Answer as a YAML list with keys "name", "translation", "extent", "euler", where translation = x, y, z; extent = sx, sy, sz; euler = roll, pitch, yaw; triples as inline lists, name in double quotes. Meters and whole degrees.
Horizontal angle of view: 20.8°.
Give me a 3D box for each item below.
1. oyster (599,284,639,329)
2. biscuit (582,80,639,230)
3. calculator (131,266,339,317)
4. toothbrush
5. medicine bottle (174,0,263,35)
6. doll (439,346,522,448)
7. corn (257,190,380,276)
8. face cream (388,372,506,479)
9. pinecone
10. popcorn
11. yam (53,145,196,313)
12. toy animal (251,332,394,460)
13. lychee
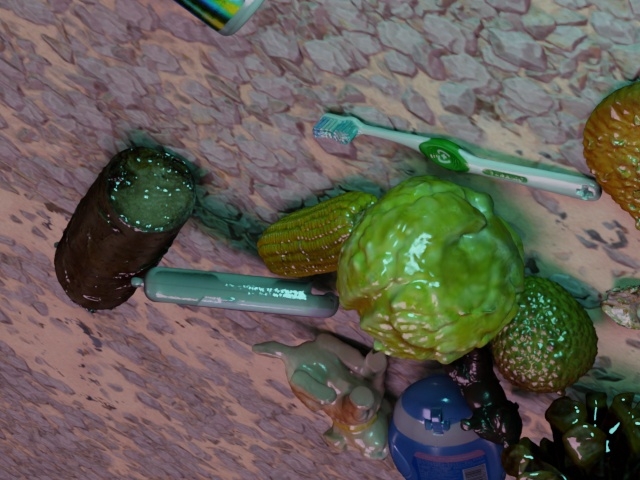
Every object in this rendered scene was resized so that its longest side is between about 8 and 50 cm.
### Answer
- name: "oyster"
  translation: [0.311, 0.062, 1.752]
  extent: [0.054, 0.019, 0.083]
  euler: [29, 157, 8]
- name: "biscuit"
  translation: [0.340, -0.049, 1.494]
  extent: [0.254, 0.035, 0.254]
  euler: [25, 155, 13]
- name: "calculator"
  translation: [-0.100, 0.059, 2.043]
  extent: [0.246, 0.045, 0.141]
  euler: [6, 178, -2]
- name: "toothbrush"
  translation: [0.129, -0.082, 1.680]
  extent: [0.304, 0.030, 0.030]
  euler: [15, 151, 25]
- name: "medicine bottle"
  translation: [-0.145, -0.280, 1.538]
  extent: [0.229, 0.083, 0.121]
  euler: [34, 157, -11]
- name: "doll"
  translation: [0.192, 0.181, 2.007]
  extent: [0.139, 0.057, 0.165]
  euler: [66, -166, 19]
- name: "corn"
  translation: [0.000, 0.000, 1.906]
  extent: [0.080, 0.080, 0.231]
  euler: [39, 153, -18]
- name: "face cream"
  translation: [0.157, 0.248, 2.177]
  extent: [0.149, 0.083, 0.264]
  euler: [-1, 148, 9]
- name: "pinecone"
  translation: [0.299, 0.265, 1.927]
  extent: [0.202, 0.201, 0.229]
  euler: [16, 147, 13]
- name: "popcorn"
  translation: [0.111, 0.032, 1.748]
  extent: [0.198, 0.198, 0.212]
  euler: [31, -171, -1]
- name: "yam"
  translation: [-0.239, -0.015, 2.088]
  extent: [0.131, 0.131, 0.280]
  euler: [33, 151, -5]
- name: "toy animal"
  translation: [0.013, 0.200, 2.247]
  extent: [0.183, 0.104, 0.185]
  euler: [17, 157, 24]
- name: "lychee"
  translation: [0.230, 0.103, 1.810]
  extent: [0.114, 0.114, 0.146]
  euler: [7, 127, 41]
